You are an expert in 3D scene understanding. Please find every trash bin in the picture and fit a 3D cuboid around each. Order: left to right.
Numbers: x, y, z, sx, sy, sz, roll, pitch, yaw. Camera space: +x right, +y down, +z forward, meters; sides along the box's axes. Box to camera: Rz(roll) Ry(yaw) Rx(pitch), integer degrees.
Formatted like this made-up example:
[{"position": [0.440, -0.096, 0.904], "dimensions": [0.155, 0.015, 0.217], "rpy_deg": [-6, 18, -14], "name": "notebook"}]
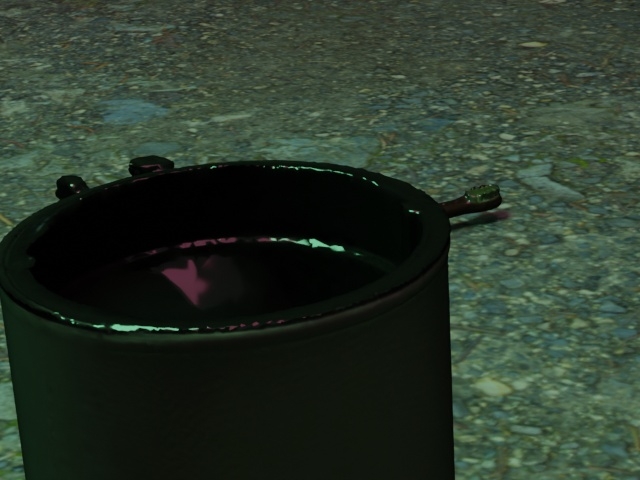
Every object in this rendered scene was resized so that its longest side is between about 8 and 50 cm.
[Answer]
[{"position": [-0.038, 0.116, 0.800], "dimensions": [0.217, 0.263, 0.277], "rpy_deg": [-15, 25, -26], "name": "trash bin"}]

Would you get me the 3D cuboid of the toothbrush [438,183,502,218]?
[{"position": [0.000, 0.001, 1.369], "dimensions": [0.364, 0.041, 0.041], "rpy_deg": [-14, 24, -22], "name": "toothbrush"}]
